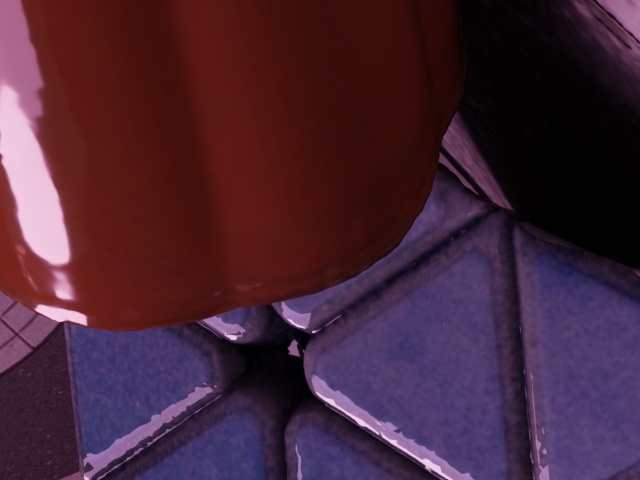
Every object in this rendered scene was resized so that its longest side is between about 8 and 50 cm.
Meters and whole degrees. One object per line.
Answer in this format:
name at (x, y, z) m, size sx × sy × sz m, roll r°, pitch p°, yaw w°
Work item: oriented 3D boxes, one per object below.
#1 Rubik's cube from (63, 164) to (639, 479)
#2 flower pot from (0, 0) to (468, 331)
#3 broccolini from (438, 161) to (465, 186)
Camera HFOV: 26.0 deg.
Rubik's cube at (0.019, 0.036, 0.540) m, size 0.229 × 0.233 × 0.228 m, roll 91°, pitch 171°, yaw -50°
flower pot at (-0.051, -0.093, 0.392) m, size 0.190 × 0.190 × 0.173 m, roll 46°, pitch 162°, yaw 27°
broccolini at (0.030, -0.045, 0.722) m, size 0.254 × 0.057 × 0.071 m, roll 51°, pitch -142°, yaw 1°
